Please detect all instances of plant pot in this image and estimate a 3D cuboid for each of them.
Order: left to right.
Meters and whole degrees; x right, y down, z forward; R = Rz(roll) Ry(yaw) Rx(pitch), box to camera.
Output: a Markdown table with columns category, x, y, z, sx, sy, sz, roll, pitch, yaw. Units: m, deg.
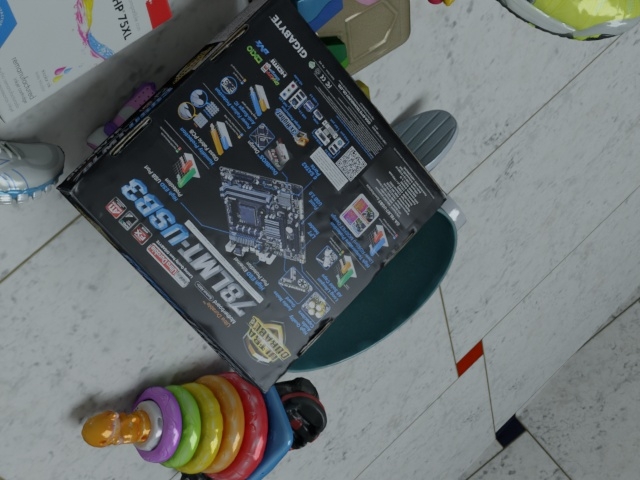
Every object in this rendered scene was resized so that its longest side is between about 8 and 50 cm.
| category | x | y | z | sx | sy | sz | roll | pitch | yaw |
| --- | --- | --- | --- | --- | --- | --- | --- | --- | --- |
| plant pot | 0.000 | 0.000 | 1.282 | 0.290 | 0.195 | 0.290 | -25 | 146 | -18 |

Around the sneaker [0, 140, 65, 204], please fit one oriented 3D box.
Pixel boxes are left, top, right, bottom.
| category | x | y | z | sx | sy | sz | roll | pitch | yaw |
| --- | --- | --- | --- | --- | --- | --- | --- | --- | --- |
| sneaker | -0.316 | -0.077 | 0.915 | 0.191 | 0.071 | 0.083 | -16 | 132 | -45 |

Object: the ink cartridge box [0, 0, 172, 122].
| category | x | y | z | sx | sy | sz | roll | pitch | yaw |
| --- | --- | --- | --- | --- | --- | --- | --- | --- | --- |
| ink cartridge box | -0.215 | -0.224 | 0.861 | 0.231 | 0.078 | 0.134 | -38 | 150 | -19 |

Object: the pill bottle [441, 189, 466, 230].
| category | x | y | z | sx | sy | sz | roll | pitch | yaw |
| --- | --- | --- | --- | --- | --- | --- | --- | --- | --- |
| pill bottle | 0.100 | 0.031 | 1.530 | 0.264 | 0.146 | 0.146 | -45 | 151 | -7 |

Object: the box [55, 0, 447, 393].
| category | x | y | z | sx | sy | sz | roll | pitch | yaw |
| --- | --- | --- | --- | --- | --- | --- | --- | --- | --- |
| box | -0.059 | -0.048 | 1.028 | 0.293 | 0.073 | 0.295 | -47 | 112 | -12 |

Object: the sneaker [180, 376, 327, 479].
| category | x | y | z | sx | sy | sz | roll | pitch | yaw |
| --- | --- | --- | --- | --- | --- | --- | --- | --- | --- |
| sneaker | -0.107 | 0.309 | 1.616 | 0.276 | 0.135 | 0.097 | -34 | 110 | 16 |

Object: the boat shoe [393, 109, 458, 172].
| category | x | y | z | sx | sy | sz | roll | pitch | yaw |
| --- | --- | --- | --- | --- | --- | --- | --- | --- | --- |
| boat shoe | 0.107 | -0.103 | 1.464 | 0.226 | 0.083 | 0.076 | -38 | 163 | 4 |

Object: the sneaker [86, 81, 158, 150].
| category | x | y | z | sx | sy | sz | roll | pitch | yaw |
| --- | --- | --- | --- | --- | --- | --- | --- | --- | --- |
| sneaker | -0.143 | -0.104 | 1.099 | 0.104 | 0.095 | 0.236 | -60 | 149 | 4 |

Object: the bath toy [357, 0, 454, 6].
| category | x | y | z | sx | sy | sz | roll | pitch | yaw |
| --- | --- | --- | --- | --- | --- | --- | --- | --- | --- |
| bath toy | 0.053 | -0.309 | 1.022 | 0.348 | 0.129 | 0.151 | 1 | 118 | -45 |

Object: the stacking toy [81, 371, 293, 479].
| category | x | y | z | sx | sy | sz | roll | pitch | yaw |
| --- | --- | --- | --- | --- | --- | --- | --- | --- | --- |
| stacking toy | -0.206 | 0.264 | 1.414 | 0.302 | 0.165 | 0.175 | 9 | 132 | -44 |

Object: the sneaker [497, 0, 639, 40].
| category | x | y | z | sx | sy | sz | roll | pitch | yaw |
| --- | --- | --- | --- | --- | --- | --- | --- | --- | --- |
| sneaker | 0.205 | -0.354 | 0.984 | 0.147 | 0.385 | 0.145 | -20 | -148 | 55 |

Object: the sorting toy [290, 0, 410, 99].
| category | x | y | z | sx | sy | sz | roll | pitch | yaw |
| --- | --- | --- | --- | --- | --- | --- | --- | --- | --- |
| sorting toy | 0.034 | -0.237 | 1.223 | 0.229 | 0.041 | 0.307 | -38 | 149 | -19 |
